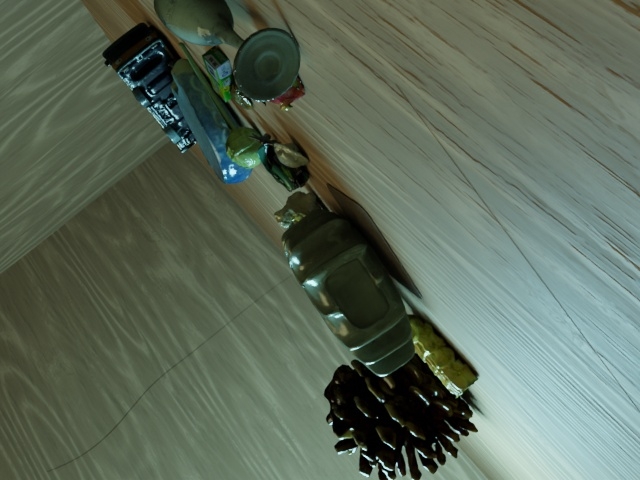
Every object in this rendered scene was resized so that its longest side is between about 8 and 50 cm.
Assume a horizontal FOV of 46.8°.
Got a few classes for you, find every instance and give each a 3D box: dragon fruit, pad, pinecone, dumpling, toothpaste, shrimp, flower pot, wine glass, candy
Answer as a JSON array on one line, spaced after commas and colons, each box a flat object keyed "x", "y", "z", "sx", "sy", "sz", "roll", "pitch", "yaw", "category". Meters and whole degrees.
[{"x": -0.064, "y": -0.224, "z": 1.092, "sx": 0.083, "sy": 0.060, "sz": 0.056, "roll": 39, "pitch": 164, "yaw": 51, "category": "dragon fruit"}, {"x": 0.106, "y": 0.002, "z": 1.460, "sx": 0.266, "sy": 0.002, "sz": 0.176, "roll": 54, "pitch": 172, "yaw": -33, "category": "pad"}, {"x": 0.198, "y": 0.448, "z": 1.927, "sx": 0.398, "sy": 0.398, "sz": 0.398, "roll": 49, "pitch": 173, "yaw": 8, "category": "pinecone"}, {"x": -0.054, "y": -0.166, "z": 1.435, "sx": 0.059, "sy": 0.043, "sz": 0.077, "roll": 4, "pitch": 135, "yaw": 50, "category": "dumpling"}, {"x": -0.202, "y": -0.333, "z": 1.492, "sx": 0.043, "sy": 0.037, "sz": 0.178, "roll": 51, "pitch": 174, "yaw": 7, "category": "toothpaste"}, {"x": -0.159, "y": -0.292, "z": 1.512, "sx": 0.059, "sy": 0.023, "sz": 0.108, "roll": 41, "pitch": 174, "yaw": -6, "category": "shrimp"}, {"x": 0.067, "y": 0.111, "z": 1.545, "sx": 0.367, "sy": 0.164, "sz": 0.254, "roll": 56, "pitch": 176, "yaw": -11, "category": "flower pot"}, {"x": -0.180, "y": -0.348, "z": 0.992, "sx": 0.309, "sy": 0.096, "sz": 0.264, "roll": 45, "pitch": 174, "yaw": 44, "category": "wine glass"}, {"x": -0.238, "y": -0.315, "z": 1.715, "sx": 0.335, "sy": 0.093, "sz": 0.092, "roll": 57, "pitch": 159, "yaw": 0, "category": "candy"}]

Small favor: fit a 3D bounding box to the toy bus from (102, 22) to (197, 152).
[{"x": -0.435, "y": -0.422, "z": 2.033, "sx": 0.194, "sy": 0.162, "sz": 0.323, "roll": 48, "pitch": 175, "yaw": 42, "category": "toy bus"}]

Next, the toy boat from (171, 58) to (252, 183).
[{"x": -0.261, "y": -0.304, "z": 1.873, "sx": 0.330, "sy": 0.123, "sz": 0.215, "roll": 61, "pitch": 165, "yaw": 1, "category": "toy boat"}]

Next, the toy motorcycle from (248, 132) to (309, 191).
[{"x": -0.087, "y": -0.168, "z": 1.574, "sx": 0.173, "sy": 0.058, "sz": 0.100, "roll": 42, "pitch": 163, "yaw": 43, "category": "toy motorcycle"}]

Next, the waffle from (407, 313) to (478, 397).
[{"x": 0.252, "y": 0.248, "z": 1.632, "sx": 0.211, "sy": 0.055, "sz": 0.160, "roll": 49, "pitch": 174, "yaw": 15, "category": "waffle"}]

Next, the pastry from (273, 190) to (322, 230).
[{"x": -0.004, "y": 0.005, "z": 1.697, "sx": 0.258, "sy": 0.121, "sz": 0.089, "roll": 52, "pitch": 168, "yaw": -9, "category": "pastry"}]
